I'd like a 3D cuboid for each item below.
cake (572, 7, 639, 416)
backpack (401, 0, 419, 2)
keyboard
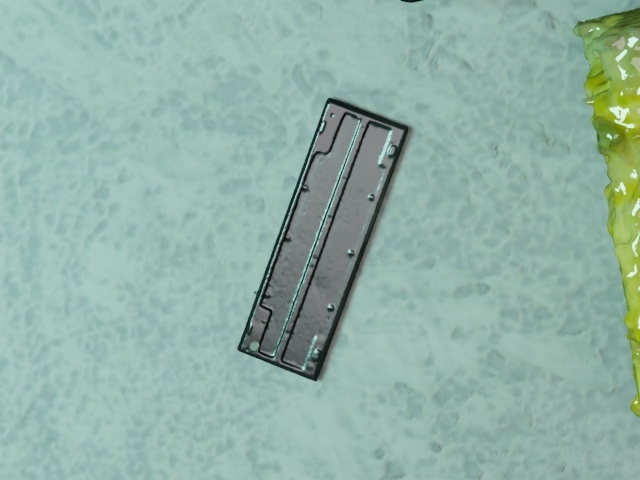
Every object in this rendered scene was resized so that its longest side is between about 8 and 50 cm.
[{"bbox_3d":[0.295,-0.022,1.305,0.227,0.222,0.286,-10,98,13],"label":"cake"},{"bbox_3d":[0.084,-0.231,1.334,0.120,0.165,0.106,-29,87,-32],"label":"backpack"},{"bbox_3d":[0.000,0.000,1.460,0.067,0.011,0.202,21,102,3],"label":"keyboard"}]
